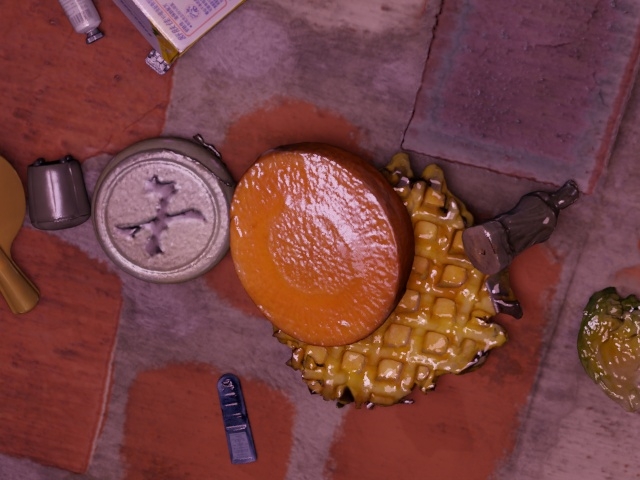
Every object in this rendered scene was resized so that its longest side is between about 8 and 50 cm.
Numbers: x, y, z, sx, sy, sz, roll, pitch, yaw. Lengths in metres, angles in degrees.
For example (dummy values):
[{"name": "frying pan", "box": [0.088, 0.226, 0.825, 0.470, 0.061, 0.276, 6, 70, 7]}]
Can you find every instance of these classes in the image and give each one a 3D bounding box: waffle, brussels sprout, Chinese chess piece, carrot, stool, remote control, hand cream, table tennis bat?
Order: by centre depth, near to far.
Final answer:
[{"name": "carrot", "box": [0.000, 0.000, 1.821, 0.258, 0.100, 0.307, -28, 99, 13]}, {"name": "hand cream", "box": [-0.380, -0.386, 1.860, 0.067, 0.042, 0.194, -25, 96, 16]}, {"name": "table tennis bat", "box": [-0.512, -0.004, 1.878, 0.198, 0.050, 0.320, -42, 135, -19]}, {"name": "Chinese chess piece", "box": [-0.236, -0.048, 1.908, 0.238, 0.092, 0.237, 0, 103, 2]}, {"name": "stool", "box": [-0.403, -0.073, 1.908, 0.096, 0.096, 0.110, -7, 98, 4]}, {"name": "waffle", "box": [0.094, 0.076, 1.927, 0.380, 0.095, 0.382, -28, 104, 9]}, {"name": "brussels sprout", "box": [0.471, 0.169, 1.932, 0.139, 0.100, 0.181, -14, 104, 16]}, {"name": "remote control", "box": [-0.139, 0.290, 2.021, 0.044, 0.027, 0.152, -11, 105, 1]}]

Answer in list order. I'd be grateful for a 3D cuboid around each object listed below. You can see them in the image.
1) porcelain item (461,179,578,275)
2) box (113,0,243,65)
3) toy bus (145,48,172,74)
[{"name": "porcelain item", "box": [0.314, -0.027, 1.865, 0.216, 0.069, 0.081, -29, 99, -29]}, {"name": "box", "box": [-0.236, -0.407, 1.790, 0.168, 0.097, 0.265, -44, 99, -12]}, {"name": "toy bus", "box": [-0.224, -0.291, 1.872, 0.038, 0.046, 0.083, 40, 100, -10]}]
